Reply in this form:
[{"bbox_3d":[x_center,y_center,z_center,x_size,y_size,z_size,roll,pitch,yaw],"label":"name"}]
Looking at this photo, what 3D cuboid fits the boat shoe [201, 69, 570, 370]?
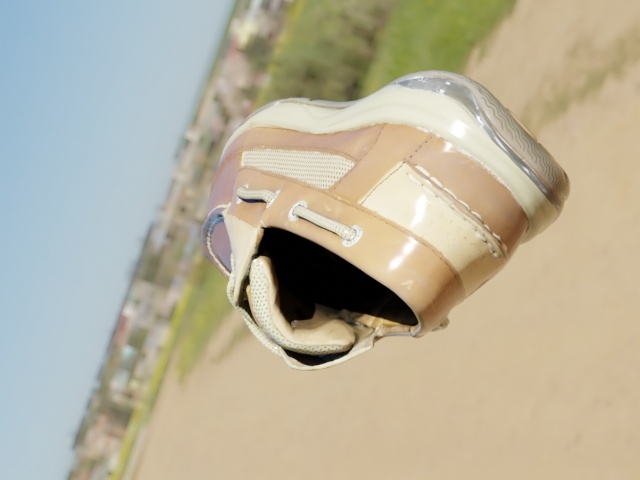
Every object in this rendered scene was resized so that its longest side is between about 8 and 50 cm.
[{"bbox_3d":[0.000,0.000,1.011,0.120,0.122,0.324,-53,12,-19],"label":"boat shoe"}]
